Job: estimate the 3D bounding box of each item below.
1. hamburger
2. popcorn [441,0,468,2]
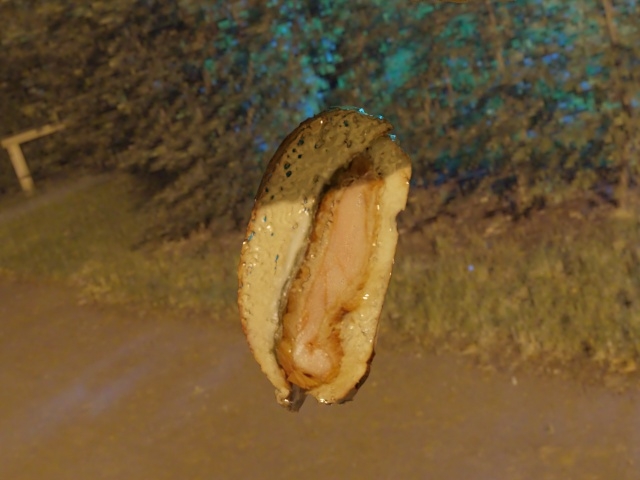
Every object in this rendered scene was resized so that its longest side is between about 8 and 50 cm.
[{"bbox_3d":[0.000,0.003,0.650,0.087,0.176,0.102,7,15,0],"label":"hamburger"},{"bbox_3d":[0.046,-0.169,0.275,0.174,0.225,0.286,17,50,41],"label":"popcorn"}]
